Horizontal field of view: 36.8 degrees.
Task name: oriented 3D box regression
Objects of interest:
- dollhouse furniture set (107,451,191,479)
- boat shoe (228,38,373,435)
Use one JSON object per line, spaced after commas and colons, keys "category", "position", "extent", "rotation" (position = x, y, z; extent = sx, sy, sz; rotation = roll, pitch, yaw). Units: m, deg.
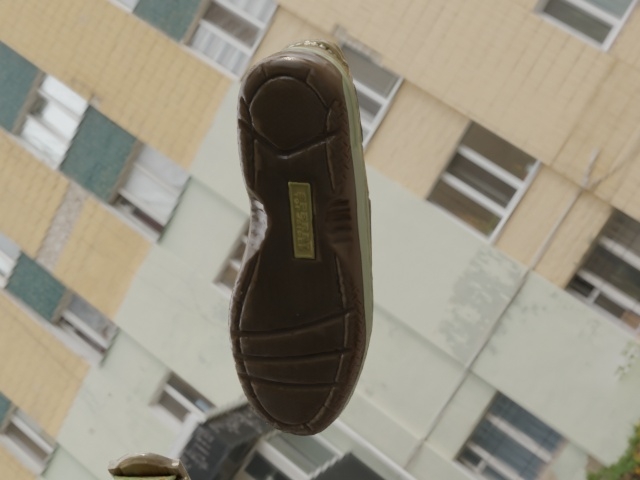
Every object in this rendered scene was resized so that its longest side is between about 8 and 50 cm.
{"category": "dollhouse furniture set", "position": [-0.085, 0.254, 0.685], "extent": [0.101, 0.160, 0.182], "rotation": [75, -164, -44]}
{"category": "boat shoe", "position": [0.000, 0.000, 0.455], "extent": [0.072, 0.068, 0.190], "rotation": [-53, -29, -61]}
